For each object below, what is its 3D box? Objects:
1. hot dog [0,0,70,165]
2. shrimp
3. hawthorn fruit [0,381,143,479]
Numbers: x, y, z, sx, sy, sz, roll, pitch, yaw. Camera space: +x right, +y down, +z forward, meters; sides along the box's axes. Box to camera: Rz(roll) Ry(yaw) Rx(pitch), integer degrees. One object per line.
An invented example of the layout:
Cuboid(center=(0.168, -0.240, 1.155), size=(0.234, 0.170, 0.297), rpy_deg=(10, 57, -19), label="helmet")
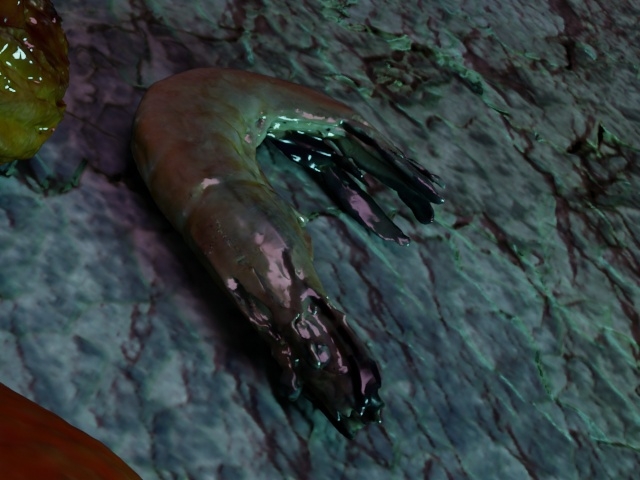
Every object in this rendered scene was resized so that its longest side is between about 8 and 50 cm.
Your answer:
Cuboid(center=(-0.205, -0.102, 0.761), size=(0.227, 0.099, 0.160), rpy_deg=(16, 40, -30), label="hot dog")
Cuboid(center=(0.000, 0.000, 0.853), size=(0.152, 0.046, 0.219), rpy_deg=(-1, 48, -36), label="shrimp")
Cuboid(center=(-0.134, 0.125, 0.475), size=(0.262, 0.210, 0.210), rpy_deg=(36, 31, 32), label="hawthorn fruit")
